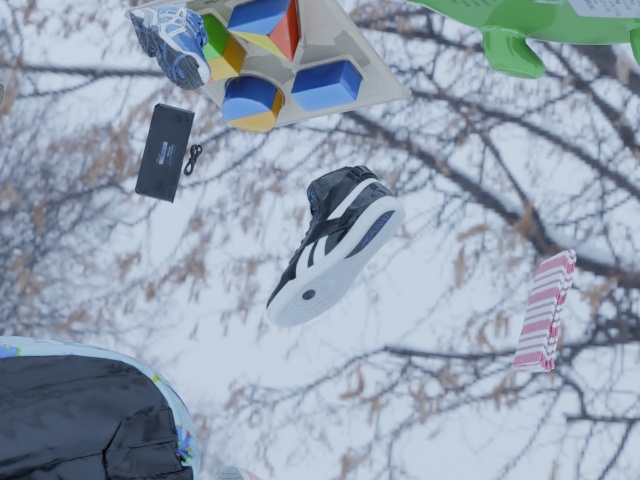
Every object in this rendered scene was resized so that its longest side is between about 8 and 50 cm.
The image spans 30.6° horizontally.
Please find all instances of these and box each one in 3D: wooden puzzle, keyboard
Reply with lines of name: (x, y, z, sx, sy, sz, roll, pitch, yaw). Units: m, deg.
wooden puzzle: (-0.080, -0.265, 1.773, 0.322, 0.080, 0.348, -8, -32, 34)
keyboard: (-0.283, -0.163, 2.237, 0.108, 0.180, 0.023, 14, 8, -2)

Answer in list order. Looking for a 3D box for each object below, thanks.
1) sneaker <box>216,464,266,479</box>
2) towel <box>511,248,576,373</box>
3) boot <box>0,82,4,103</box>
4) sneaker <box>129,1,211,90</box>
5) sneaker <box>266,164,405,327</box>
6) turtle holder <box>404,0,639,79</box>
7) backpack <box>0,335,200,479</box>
sneaker: (-0.051, 0.280, 1.136, 0.051, 0.134, 0.070, -43, -44, 13)
towel: (0.359, 0.116, 1.868, 0.029, 0.197, 0.144, 18, -10, -5)
boot: (-0.612, -0.222, 1.849, 0.152, 0.197, 0.073, 26, -49, 17)
sneaker: (-0.185, -0.267, 1.542, 0.081, 0.211, 0.080, -25, -49, -13)
sneaker: (0.000, 0.000, 1.447, 0.217, 0.121, 0.079, -44, -40, 11)
turtle holder: (0.177, -0.269, 0.953, 0.243, 0.227, 0.320, 18, -10, -30)
backpack: (-0.281, 0.209, 1.025, 0.356, 0.290, 0.273, -13, -7, 3)
